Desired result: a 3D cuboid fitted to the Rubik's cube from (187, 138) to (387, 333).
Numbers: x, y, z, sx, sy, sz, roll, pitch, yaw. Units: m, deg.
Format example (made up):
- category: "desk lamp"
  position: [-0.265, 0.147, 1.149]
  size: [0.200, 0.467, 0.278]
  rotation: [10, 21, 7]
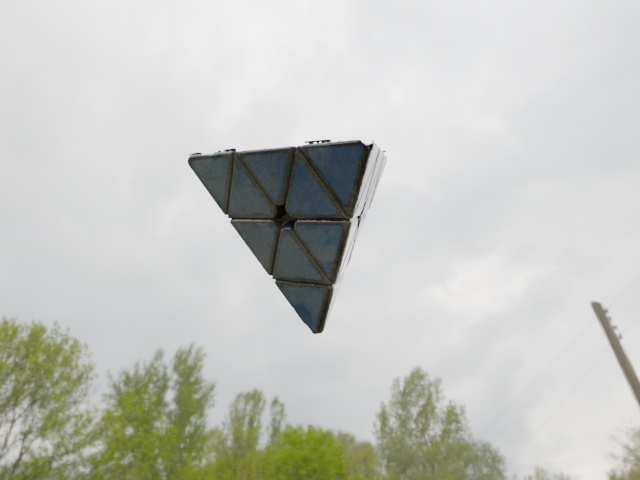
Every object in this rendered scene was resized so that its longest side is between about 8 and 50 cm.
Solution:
- category: "Rubik's cube"
  position: [0.000, 0.000, 0.519]
  size: [0.212, 0.178, 0.190]
  rotation: [-4, 2, -16]
